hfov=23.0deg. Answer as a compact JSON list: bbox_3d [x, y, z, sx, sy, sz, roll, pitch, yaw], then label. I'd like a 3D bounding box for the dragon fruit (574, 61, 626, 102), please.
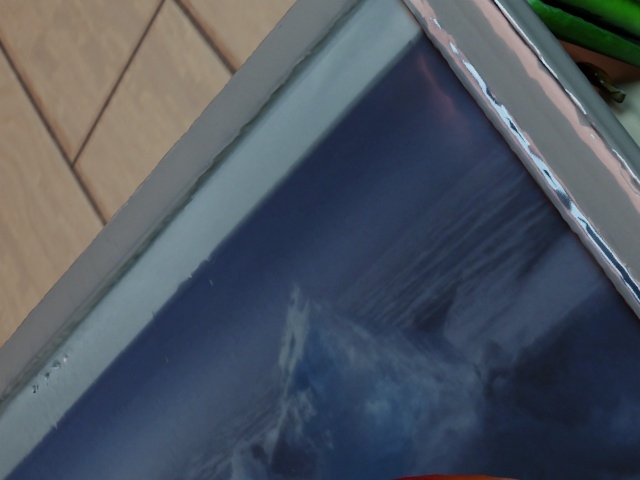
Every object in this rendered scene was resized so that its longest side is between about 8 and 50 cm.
[{"bbox_3d":[0.075,0.006,0.690,0.190,0.094,0.094,-57,38,5],"label":"dragon fruit"}]

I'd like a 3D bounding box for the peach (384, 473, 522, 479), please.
[{"bbox_3d":[0.012,0.242,0.417,0.388,0.388,0.388,-24,58,45],"label":"peach"}]

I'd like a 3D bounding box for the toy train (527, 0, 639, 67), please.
[{"bbox_3d":[0.106,-0.203,0.700,0.188,0.132,0.243,28,101,48],"label":"toy train"}]

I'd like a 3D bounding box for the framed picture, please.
[{"bbox_3d":[-0.005,0.118,0.679,0.446,0.028,0.326,-46,70,32],"label":"framed picture"}]
